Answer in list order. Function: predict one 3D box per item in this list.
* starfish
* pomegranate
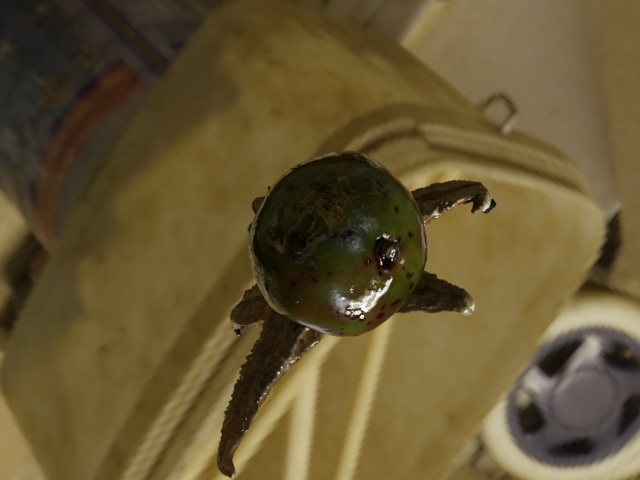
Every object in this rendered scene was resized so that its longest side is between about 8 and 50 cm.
[{"bbox_3d":[0.013,0.034,1.125,0.048,0.231,0.295,53,39,-26],"label":"starfish"},{"bbox_3d":[0.000,0.000,1.029,0.114,0.142,0.114,-6,102,-32],"label":"pomegranate"}]
